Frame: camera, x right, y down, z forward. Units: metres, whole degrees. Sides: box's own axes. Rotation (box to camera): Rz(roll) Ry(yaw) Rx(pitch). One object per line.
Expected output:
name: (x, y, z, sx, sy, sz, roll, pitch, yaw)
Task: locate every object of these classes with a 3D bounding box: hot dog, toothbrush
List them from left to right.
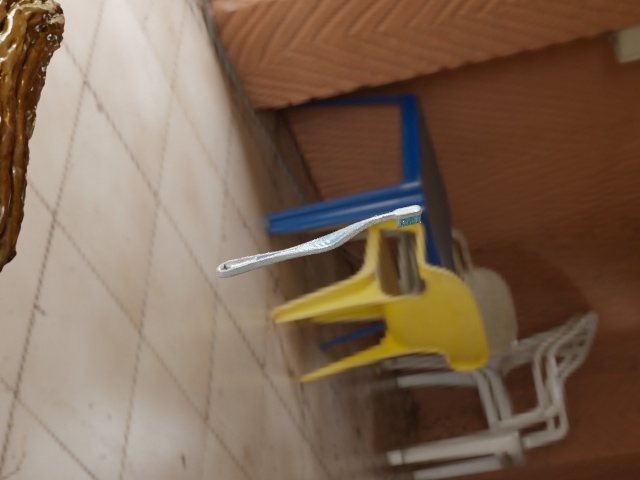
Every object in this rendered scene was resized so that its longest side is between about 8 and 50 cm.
hot dog: (-0.275, -0.100, 0.751, 0.114, 0.175, 0.259, 45, 41, -53)
toothbrush: (0.000, 0.000, 0.775, 0.014, 0.162, 0.017, -118, -163, -50)
